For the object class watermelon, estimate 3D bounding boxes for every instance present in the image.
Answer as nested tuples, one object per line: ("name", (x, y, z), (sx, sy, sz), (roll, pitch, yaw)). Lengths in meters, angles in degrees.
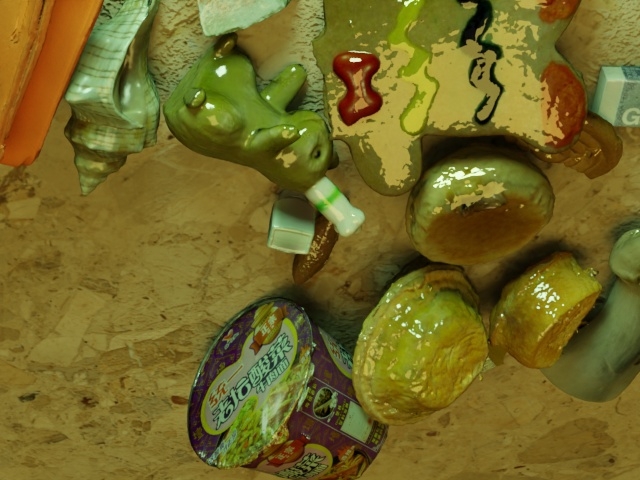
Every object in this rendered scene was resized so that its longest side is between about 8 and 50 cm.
("watermelon", (-0.131, -0.415, 1.427), (0.154, 0.094, 0.241), (-18, 125, 7))

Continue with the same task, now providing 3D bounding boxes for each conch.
("conch", (-0.327, -0.244, 1.510), (0.169, 0.203, 0.386), (4, 115, -1))

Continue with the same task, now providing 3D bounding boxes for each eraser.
("eraser", (0.540, -0.221, 1.577), (0.212, 0.046, 0.092), (2, 130, 0))

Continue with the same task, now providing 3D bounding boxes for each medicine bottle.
("medicine bottle", (-0.048, -0.036, 1.709), (0.074, 0.118, 0.055), (9, 130, -7))

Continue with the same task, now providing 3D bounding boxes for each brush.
("brush", (0.377, 0.196, 1.958), (0.205, 0.011, 0.083), (-27, 123, 22))

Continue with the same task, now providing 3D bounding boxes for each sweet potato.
("sweet potato", (0.000, 0.000, 1.782), (0.068, 0.060, 0.206), (-9, 141, -41))

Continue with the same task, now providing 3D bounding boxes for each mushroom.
("mushroom", (0.549, 0.140, 1.834), (0.177, 0.126, 0.397), (18, 132, -4))

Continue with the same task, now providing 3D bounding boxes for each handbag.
("handbag", (-0.465, -0.315, 1.398), (0.303, 0.116, 0.410), (46, 126, 17))

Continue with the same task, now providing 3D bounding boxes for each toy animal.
("toy animal", (-0.060, -0.165, 1.571), (0.363, 0.181, 0.180), (24, 135, -15))

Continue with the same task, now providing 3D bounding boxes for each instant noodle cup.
("instant noodle cup", (-0.044, 0.310, 1.884), (0.340, 0.340, 0.266), (-36, 128, 28))

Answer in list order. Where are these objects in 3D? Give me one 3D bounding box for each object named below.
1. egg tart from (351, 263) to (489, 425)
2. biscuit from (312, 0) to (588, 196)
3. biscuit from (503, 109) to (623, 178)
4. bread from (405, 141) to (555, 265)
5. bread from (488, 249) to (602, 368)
("egg tart", (0.198, 0.198, 1.799), (0.319, 0.128, 0.319), (-14, 115, -33))
("biscuit", (0.189, -0.247, 1.475), (0.394, 0.076, 0.368), (-5, 108, 7))
("biscuit", (0.395, -0.163, 1.611), (0.224, 0.033, 0.144), (22, 154, -19))
("bread", (0.252, -0.065, 1.652), (0.244, 0.134, 0.244), (-5, 141, -4))
("bread", (0.387, 0.131, 1.790), (0.139, 0.143, 0.229), (-14, 136, -45))
